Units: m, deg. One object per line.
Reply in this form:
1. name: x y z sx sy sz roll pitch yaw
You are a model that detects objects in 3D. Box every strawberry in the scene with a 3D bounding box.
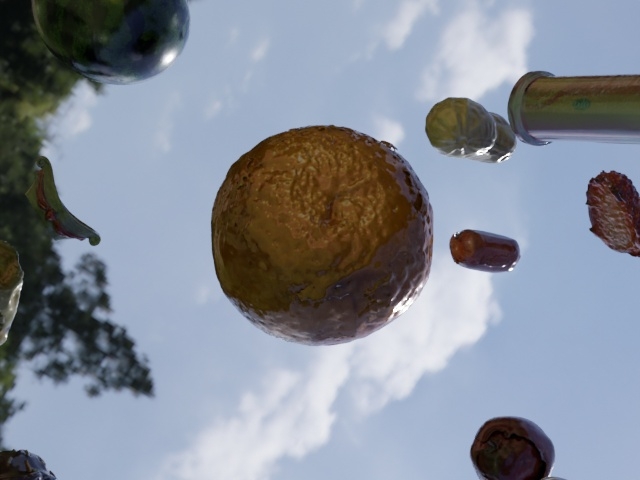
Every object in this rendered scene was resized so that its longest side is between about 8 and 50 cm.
1. strawberry: 0.514 -0.053 1.869 0.082 0.188 0.121 -43 -134 -20

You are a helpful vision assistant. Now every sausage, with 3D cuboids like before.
1. sausage: 0.279 0.019 1.892 0.076 0.141 0.076 -17 -112 51

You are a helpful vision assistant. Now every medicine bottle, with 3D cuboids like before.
1. medicine bottle: 0.422 -0.167 1.405 0.426 0.108 0.108 10 -114 56

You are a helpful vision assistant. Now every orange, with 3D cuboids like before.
1. orange: 0.000 0.000 1.679 0.293 0.341 0.340 106 8 -63

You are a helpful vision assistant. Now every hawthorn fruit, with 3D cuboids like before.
1. hawthorn fruit: 0.326 0.368 1.923 0.148 0.172 0.148 -16 -126 23

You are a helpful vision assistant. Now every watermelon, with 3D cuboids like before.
1. watermelon: -0.333 -0.378 1.786 0.269 0.269 0.269 -42 -154 26

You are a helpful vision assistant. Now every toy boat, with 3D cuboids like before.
1. toy boat: -0.463 -0.057 1.956 0.071 0.185 0.089 -33 -167 -7

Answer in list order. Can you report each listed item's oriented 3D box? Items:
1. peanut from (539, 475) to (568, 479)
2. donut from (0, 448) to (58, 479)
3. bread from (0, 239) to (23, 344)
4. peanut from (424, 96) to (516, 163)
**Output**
1. peanut: 0.367 0.501 1.658 0.120 0.136 0.298 176 -88 -78
2. donut: -0.568 0.439 1.912 0.235 0.235 0.089 -42 -119 26
3. bread: -0.623 0.087 1.753 0.238 0.252 0.196 3 -83 51
4. peanut: 0.334 -0.237 2.454 0.147 0.305 0.147 -2 -95 28
